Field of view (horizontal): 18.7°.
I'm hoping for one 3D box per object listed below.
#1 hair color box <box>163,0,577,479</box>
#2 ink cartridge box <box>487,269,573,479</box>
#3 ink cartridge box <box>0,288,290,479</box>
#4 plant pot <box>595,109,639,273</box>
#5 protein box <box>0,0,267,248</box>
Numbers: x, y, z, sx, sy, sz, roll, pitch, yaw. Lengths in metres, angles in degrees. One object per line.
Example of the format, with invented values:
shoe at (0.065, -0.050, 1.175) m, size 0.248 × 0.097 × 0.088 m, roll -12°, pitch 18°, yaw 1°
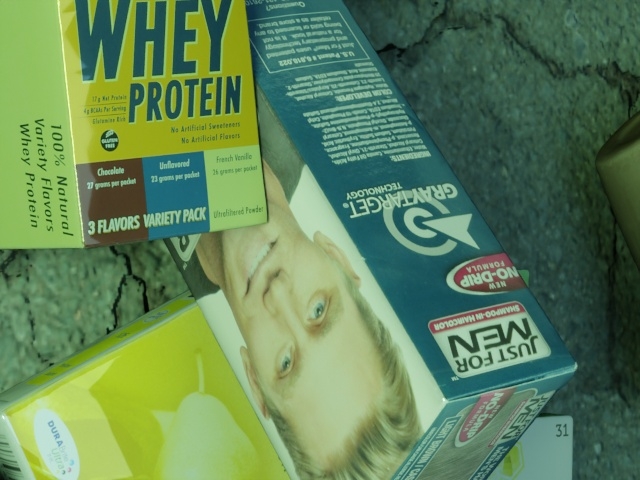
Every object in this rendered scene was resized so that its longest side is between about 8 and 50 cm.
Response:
hair color box at (0.000, 0.000, 1.217) m, size 0.105 × 0.174 × 0.347 m, roll -11°, pitch 57°, yaw -34°
ink cartridge box at (0.121, 0.141, 1.516) m, size 0.171 × 0.056 × 0.235 m, roll 1°, pitch 91°, yaw -39°
ink cartridge box at (-0.043, 0.178, 1.338) m, size 0.307 × 0.072 × 0.303 m, roll -29°, pitch 105°, yaw -25°
plant pot at (0.349, -0.018, 1.609) m, size 0.229 × 0.263 × 0.263 m, roll 51°, pitch 58°, yaw -6°
protein box at (-0.154, -0.099, 1.191) m, size 0.136 × 0.201 × 0.200 m, roll -9°, pitch 95°, yaw -39°
